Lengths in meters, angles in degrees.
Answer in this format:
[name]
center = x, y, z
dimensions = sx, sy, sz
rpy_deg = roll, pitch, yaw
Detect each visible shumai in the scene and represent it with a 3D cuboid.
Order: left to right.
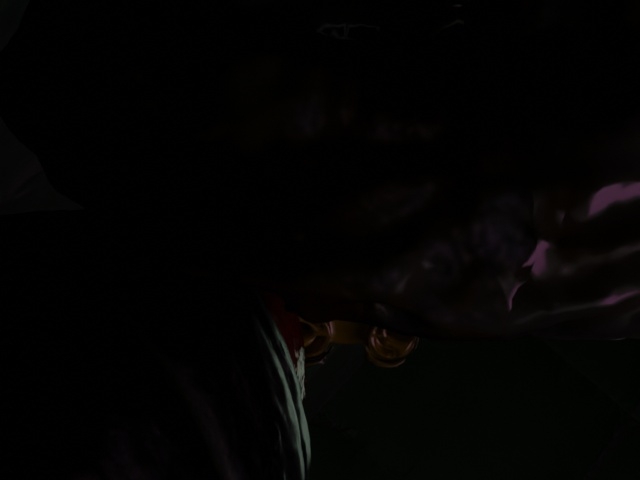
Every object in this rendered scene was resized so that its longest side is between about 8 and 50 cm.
[shumai]
center = 0.035, -0.141, 0.507
dimensions = 0.304, 0.309, 0.263
rpy_deg = -91, -178, -55

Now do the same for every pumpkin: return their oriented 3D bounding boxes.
[pumpkin]
center = -0.124, 0.131, 0.571
dimensions = 0.296, 0.296, 0.296
rpy_deg = -49, 171, -11

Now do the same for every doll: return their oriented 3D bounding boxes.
[doll]
center = 0.000, 0.000, 1.093
dimensions = 0.221, 0.135, 0.143
rpy_deg = -109, -161, -61

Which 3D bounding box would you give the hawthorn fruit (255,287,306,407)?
[hawthorn fruit]
center = -0.090, 0.077, 0.945
dimensions = 0.173, 0.173, 0.173
rpy_deg = -49, 171, -11
